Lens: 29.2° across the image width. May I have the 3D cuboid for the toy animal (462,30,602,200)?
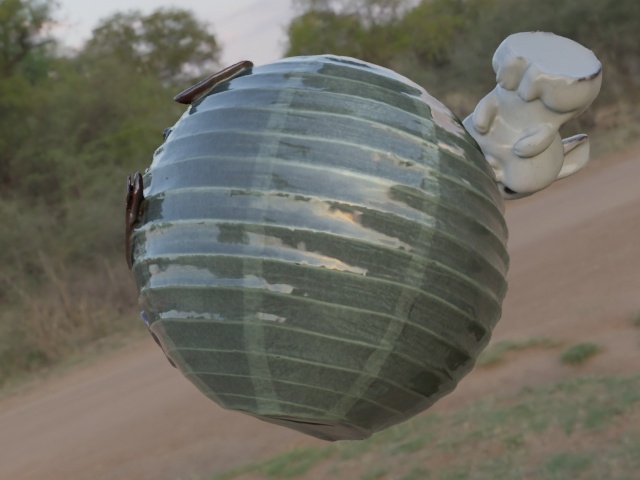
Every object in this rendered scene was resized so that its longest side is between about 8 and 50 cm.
[{"bbox_3d":[0.251,-0.147,1.441,0.127,0.193,0.178,32,46,24],"label":"toy animal"}]

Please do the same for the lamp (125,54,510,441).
[{"bbox_3d":[0.000,0.000,0.736,0.233,0.233,0.265,-19,-21,4],"label":"lamp"}]
